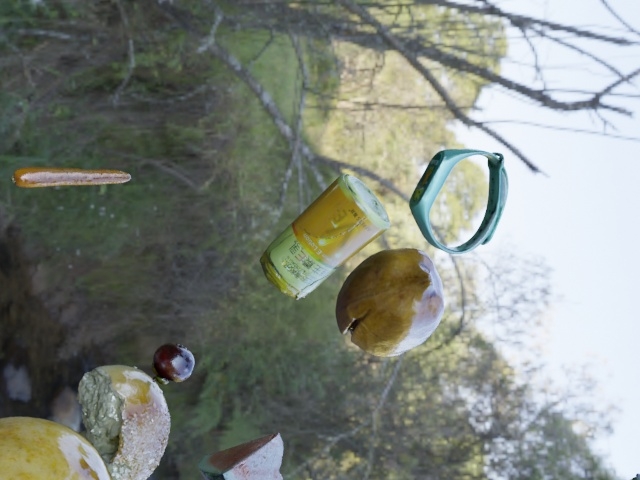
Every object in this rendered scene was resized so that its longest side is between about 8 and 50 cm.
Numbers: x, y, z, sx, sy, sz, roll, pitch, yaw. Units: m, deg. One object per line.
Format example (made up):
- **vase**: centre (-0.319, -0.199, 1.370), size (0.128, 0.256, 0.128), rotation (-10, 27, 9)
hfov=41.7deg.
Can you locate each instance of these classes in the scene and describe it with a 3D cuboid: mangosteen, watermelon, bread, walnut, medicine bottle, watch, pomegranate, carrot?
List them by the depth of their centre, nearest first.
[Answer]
- **pomegranate**: centre (-0.372, 0.342, 1.020), size (0.260, 0.260, 0.260), rotation (-3, 90, -89)
- **medicine bottle**: centre (0.000, 0.000, 1.480), size (0.124, 0.239, 0.124), rotation (41, 19, -17)
- **mangosteen**: centre (-0.278, 0.233, 1.585), size (0.081, 0.081, 0.081), rotation (-3, 90, -89)
- **bread**: centre (-0.385, 0.391, 1.624), size (0.192, 0.171, 0.314), rotation (6, 114, -54)
- **walnut**: centre (0.149, 0.115, 1.657), size (0.336, 0.209, 0.209), rotation (134, -43, -64)
- **watch**: centre (0.295, -0.090, 1.751), size (0.237, 0.195, 0.068), rotation (-63, -162, 0)
- **carrot**: centre (-0.519, -0.132, 1.761), size (0.043, 0.248, 0.043), rotation (8, -81, 59)
- **watermelon**: centre (-0.174, 0.527, 1.903), size (0.207, 0.202, 0.136), rotation (16, -65, 52)

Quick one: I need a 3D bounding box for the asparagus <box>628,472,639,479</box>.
- **asparagus**: centre (0.732, 0.627, 1.751), size (0.080, 0.080, 0.287), rotation (86, -20, -50)
